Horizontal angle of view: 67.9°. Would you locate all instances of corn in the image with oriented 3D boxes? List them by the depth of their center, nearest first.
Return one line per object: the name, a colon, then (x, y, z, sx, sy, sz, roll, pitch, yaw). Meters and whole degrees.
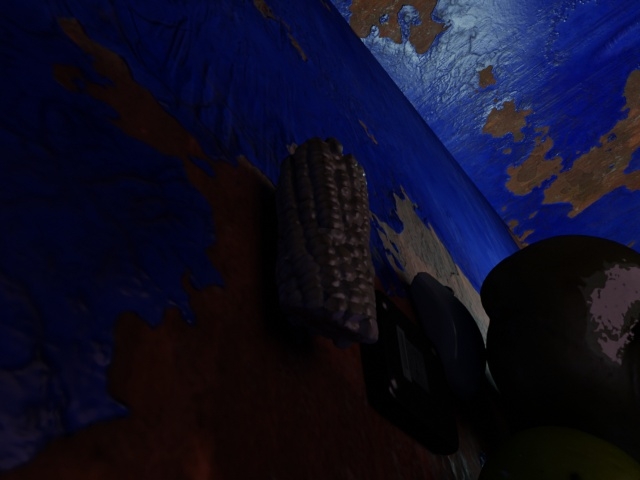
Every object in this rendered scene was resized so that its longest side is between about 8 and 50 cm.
corn: (0.000, 0.000, 0.387, 0.087, 0.087, 0.210, 40, 33, -33)

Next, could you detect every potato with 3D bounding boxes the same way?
potato: (0.327, 0.150, 0.518, 0.351, 0.202, 0.218, 41, 49, 11)

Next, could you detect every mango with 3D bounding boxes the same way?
mango: (0.225, 0.256, 0.404, 0.293, 0.143, 0.175, 45, 15, -48)

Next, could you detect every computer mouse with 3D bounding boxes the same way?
computer mouse: (0.162, 0.104, 0.587, 0.089, 0.056, 0.181, 41, 26, -41)

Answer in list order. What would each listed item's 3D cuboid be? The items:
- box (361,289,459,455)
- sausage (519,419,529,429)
box: (0.086, 0.122, 0.446, 0.125, 0.027, 0.126, 43, 26, -28)
sausage: (0.372, 0.309, 0.618, 0.136, 0.123, 0.500, 87, -18, -63)
